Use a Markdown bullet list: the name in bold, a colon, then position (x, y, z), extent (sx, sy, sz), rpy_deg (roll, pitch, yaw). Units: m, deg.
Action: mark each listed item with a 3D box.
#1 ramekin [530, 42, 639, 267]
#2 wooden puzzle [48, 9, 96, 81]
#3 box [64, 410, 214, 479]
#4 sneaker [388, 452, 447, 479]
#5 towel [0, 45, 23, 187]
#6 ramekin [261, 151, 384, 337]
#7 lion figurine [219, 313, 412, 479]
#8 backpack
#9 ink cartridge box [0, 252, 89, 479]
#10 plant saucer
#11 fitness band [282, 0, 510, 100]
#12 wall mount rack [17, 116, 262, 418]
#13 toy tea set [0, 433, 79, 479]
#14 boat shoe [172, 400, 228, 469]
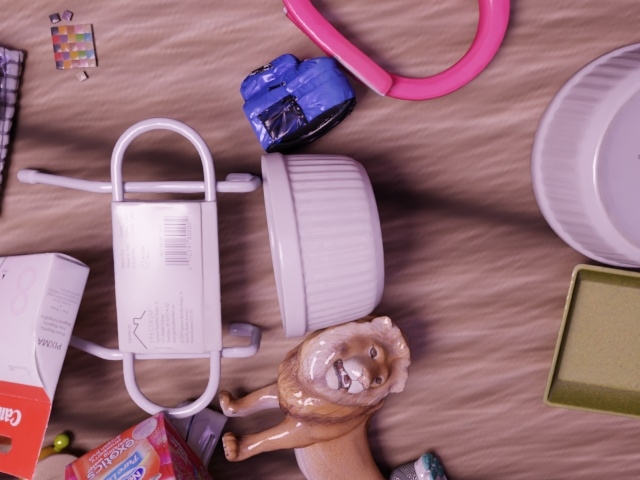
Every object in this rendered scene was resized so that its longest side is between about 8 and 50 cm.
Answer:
- **ramekin**: position (0.391, -0.090, 0.719), extent (0.272, 0.127, 0.273), rpy_deg (0, 102, 1)
- **wooden puzzle**: position (-0.297, -0.234, 0.762), extent (0.049, 0.006, 0.084), rpy_deg (-3, 101, 2)
- **box**: position (-0.171, 0.346, 0.733), extent (0.128, 0.123, 0.257), rpy_deg (-28, 119, -7)
- **sneaker**: position (0.146, 0.367, 0.857), extent (0.076, 0.065, 0.167), rpy_deg (-21, 97, 22)
- **towel**: position (-0.515, -0.145, 0.726), extent (0.283, 0.121, 0.235), rpy_deg (17, 102, -3)
- **ramekin**: position (0.000, 0.000, 0.710), extent (0.108, 0.207, 0.207), rpy_deg (-7, 101, -7)
- **lion figurine**: position (0.016, 0.276, 0.807), extent (0.240, 0.142, 0.393), rpy_deg (-14, 118, -4)
- **backpack**: position (-0.025, -0.163, 0.726), extent (0.120, 0.098, 0.101), rpy_deg (-27, 96, 7)
- **ink cartridge box**: position (-0.363, 0.133, 0.717), extent (0.189, 0.066, 0.233), rpy_deg (-4, 64, 36)
- **plant saucer**: position (0.387, 0.127, 0.804), extent (0.188, 0.045, 0.189), rpy_deg (9, 102, -1)
- **fitness band**: position (0.079, -0.292, 0.725), extent (0.290, 0.054, 0.209), rpy_deg (40, 97, -8)
- **wall mount rack**: position (-0.224, 0.029, 0.760), extent (0.303, 0.130, 0.351), rpy_deg (0, 101, -3)
- **toy tea set**: position (-0.435, 0.336, 0.830), extent (0.200, 0.124, 0.336), rpy_deg (33, 81, -39)
- **boat shoe**: position (-0.178, 0.328, 0.834), extent (0.075, 0.083, 0.227), rpy_deg (15, 101, -1)
